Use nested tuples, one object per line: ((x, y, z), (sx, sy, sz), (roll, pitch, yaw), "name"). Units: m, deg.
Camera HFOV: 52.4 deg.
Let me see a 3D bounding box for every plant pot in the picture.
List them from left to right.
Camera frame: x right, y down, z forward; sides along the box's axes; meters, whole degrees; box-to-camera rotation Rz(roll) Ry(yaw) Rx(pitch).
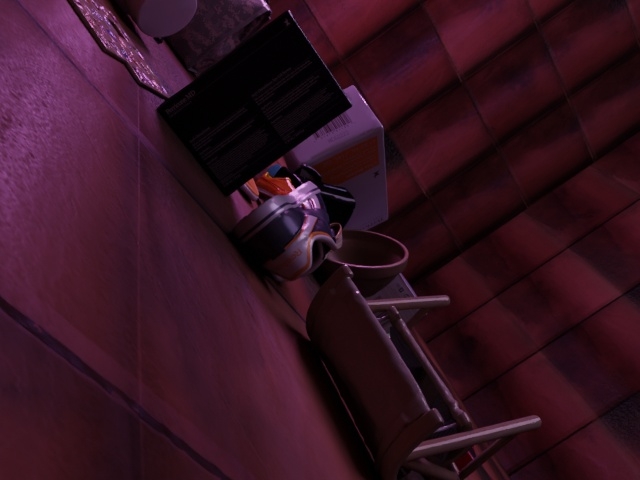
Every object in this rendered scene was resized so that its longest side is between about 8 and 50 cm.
((0.082, 0.063, 1.525), (0.237, 0.237, 0.110), (-113, -153, -67), "plant pot")

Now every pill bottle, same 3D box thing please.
((-0.383, -0.574, 1.364), (0.283, 0.160, 0.160), (57, 6, 18), "pill bottle")

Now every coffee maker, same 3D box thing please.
((-0.015, -0.077, 1.516), (0.178, 0.120, 0.171), (12, 49, -39), "coffee maker")

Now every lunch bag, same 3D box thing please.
((-0.301, -0.631, 1.777), (0.235, 0.287, 0.169), (54, 5, 0), "lunch bag")

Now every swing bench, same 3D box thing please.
((0.117, 0.196, 0.903), (0.254, 0.165, 0.253), (16, 32, -42), "swing bench")

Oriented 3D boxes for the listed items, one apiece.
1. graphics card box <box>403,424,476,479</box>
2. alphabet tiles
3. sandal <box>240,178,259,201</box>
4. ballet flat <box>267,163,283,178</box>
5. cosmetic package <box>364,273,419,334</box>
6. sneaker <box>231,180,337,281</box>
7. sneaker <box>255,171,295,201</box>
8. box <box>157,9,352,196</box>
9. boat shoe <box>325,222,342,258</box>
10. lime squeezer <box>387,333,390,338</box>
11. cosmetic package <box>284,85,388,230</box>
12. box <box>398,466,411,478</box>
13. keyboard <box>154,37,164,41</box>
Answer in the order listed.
((0.200, 0.326, 1.279), (0.233, 0.094, 0.371), (56, 4, 11), "graphics card box")
((-0.337, -0.330, 1.067), (0.198, 0.009, 0.237), (55, 6, 1), "alphabet tiles")
((-0.155, -0.176, 1.354), (0.102, 0.076, 0.265), (50, 7, -44), "sandal")
((-0.100, -0.147, 1.727), (0.067, 0.073, 0.206), (62, 4, -24), "ballet flat")
((0.190, 0.173, 1.825), (0.151, 0.151, 0.183), (56, 5, 0), "cosmetic package")
((-0.043, -0.010, 1.062), (0.127, 0.126, 0.321), (50, 16, -2), "sneaker")
((-0.072, -0.099, 1.363), (0.175, 0.067, 0.064), (31, -13, 33), "sneaker")
((-0.108, -0.230, 1.091), (0.184, 0.261, 0.103), (53, 5, -20), "box")
((0.000, 0.000, 1.426), (0.063, 0.059, 0.170), (15, 21, 20), "boat shoe")
((0.198, 0.296, 1.651), (0.110, 0.059, 0.310), (58, 5, 31), "lime squeezer")
((0.045, -0.176, 1.759), (0.161, 0.230, 0.453), (60, -6, 27), "cosmetic package")
((0.106, 0.305, 0.962), (0.067, 0.018, 0.083), (55, 5, 2), "box")
((-0.408, -0.520, 1.563), (0.108, 0.023, 0.180), (54, 6, -7), "keyboard")
